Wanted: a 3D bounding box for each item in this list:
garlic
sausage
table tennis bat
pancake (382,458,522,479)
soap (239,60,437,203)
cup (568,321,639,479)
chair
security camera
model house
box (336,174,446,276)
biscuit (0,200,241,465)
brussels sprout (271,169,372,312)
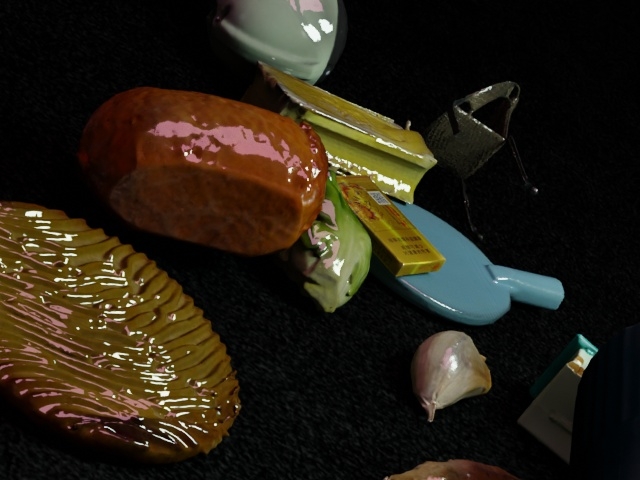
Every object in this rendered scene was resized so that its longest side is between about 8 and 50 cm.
[{"bbox_3d":[0.136,0.137,1.884,0.084,0.066,0.152,47,24,17],"label":"garlic"},{"bbox_3d":[-0.121,-0.072,1.792,0.268,0.153,0.141,11,33,-22],"label":"sausage"},{"bbox_3d":[0.163,0.031,2.136,0.329,0.044,0.215,16,30,-33],"label":"table tennis bat"},{"bbox_3d":[0.177,0.339,1.591,0.356,0.065,0.356,28,30,-18],"label":"pancake"},{"bbox_3d":[0.019,-0.133,2.160,0.233,0.076,0.135,19,17,-28],"label":"soap"},{"bbox_3d":[0.371,0.245,1.616,0.308,0.242,0.292,21,33,-5],"label":"cup"},{"bbox_3d":[0.192,-0.127,2.305,0.149,0.174,0.213,32,35,-20],"label":"chair"},{"bbox_3d":[-0.063,-0.312,2.272,0.191,0.197,0.277,14,38,-23],"label":"security camera"},{"bbox_3d":[0.309,0.185,1.991,0.127,0.100,0.149,39,23,3],"label":"model house"},{"bbox_3d":[0.070,-0.019,2.054,0.156,0.022,0.089,47,29,25],"label":"box"},{"bbox_3d":[-0.208,0.077,1.571,0.318,0.040,0.318,30,25,-15],"label":"biscuit"},{"bbox_3d":[0.002,-0.001,1.926,0.139,0.100,0.181,39,15,-32],"label":"brussels sprout"}]
